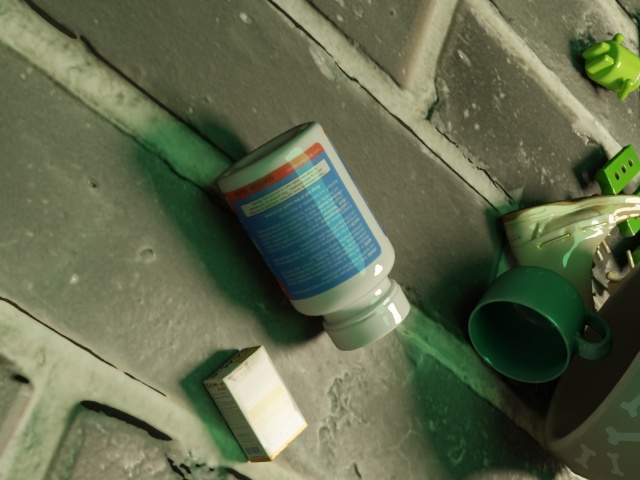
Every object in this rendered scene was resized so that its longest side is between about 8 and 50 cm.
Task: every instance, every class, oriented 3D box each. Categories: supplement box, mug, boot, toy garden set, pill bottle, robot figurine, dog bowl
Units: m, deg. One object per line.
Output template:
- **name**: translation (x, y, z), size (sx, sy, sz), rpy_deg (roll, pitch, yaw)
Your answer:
- **supplement box**: translation (-0.064, 0.162, 0.978), size (0.062, 0.036, 0.098), rpy_deg (-37, 104, -41)
- **mug**: translation (0.272, 0.104, 1.221), size (0.158, 0.129, 0.097), rpy_deg (35, 47, 7)
- **boot**: translation (0.357, 0.025, 1.328), size (0.213, 0.077, 0.165), rpy_deg (-9, 86, -13)
- **toy garden set**: translation (0.454, 0.007, 1.479), size (0.204, 0.049, 0.244), rpy_deg (-36, 103, -43)
- **pill bottle**: translation (0.000, 0.000, 1.020), size (0.124, 0.124, 0.221), rpy_deg (-42, 106, -40)
- **robot figurine**: translation (0.459, -0.270, 1.542), size (0.115, 0.067, 0.101), rpy_deg (18, 55, -38)
- **dog bowl**: translation (0.396, 0.147, 1.206), size (0.102, 0.349, 0.349), rpy_deg (31, 54, 3)
